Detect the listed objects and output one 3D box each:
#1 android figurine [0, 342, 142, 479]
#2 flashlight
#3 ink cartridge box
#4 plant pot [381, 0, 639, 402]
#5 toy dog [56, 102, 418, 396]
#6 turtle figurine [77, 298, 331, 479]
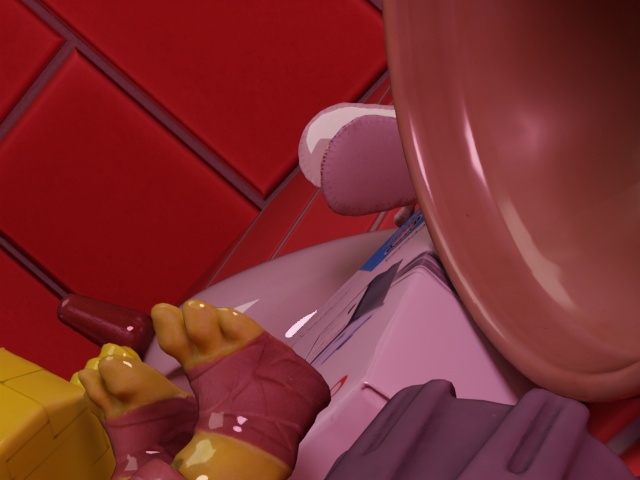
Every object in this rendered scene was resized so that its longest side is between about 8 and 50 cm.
[{"bbox_3d":[-0.141,0.146,0.631,0.273,0.056,0.248,-47,-35,-33],"label":"android figurine"},{"bbox_3d":[-0.002,0.140,0.382,0.103,0.103,0.304,-50,-1,41],"label":"flashlight"},{"bbox_3d":[0.024,0.072,0.688,0.139,0.082,0.191,-46,5,27],"label":"ink cartridge box"},{"bbox_3d":[0.113,-0.074,0.581,0.109,0.237,0.237,-7,-12,-21],"label":"plant pot"},{"bbox_3d":[0.000,0.000,0.928,0.334,0.161,0.220,-52,5,-14],"label":"toy dog"},{"bbox_3d":[-0.066,0.127,0.519,0.269,0.087,0.217,119,175,-62],"label":"turtle figurine"}]
